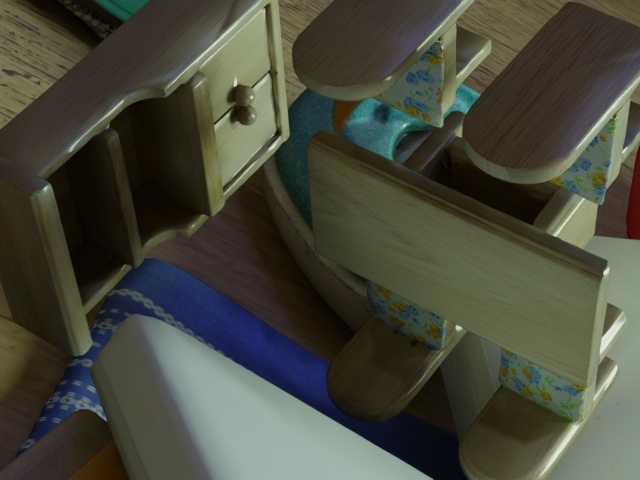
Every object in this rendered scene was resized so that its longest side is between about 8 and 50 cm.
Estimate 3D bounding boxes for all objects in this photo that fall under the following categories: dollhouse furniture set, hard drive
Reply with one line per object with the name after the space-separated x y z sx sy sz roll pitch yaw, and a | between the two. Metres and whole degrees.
0.000 0.000 0.645 0.242 0.212 0.161 27 55 25 | dollhouse furniture set
0.036 0.145 0.515 0.203 0.040 0.307 33 8 -27 | hard drive

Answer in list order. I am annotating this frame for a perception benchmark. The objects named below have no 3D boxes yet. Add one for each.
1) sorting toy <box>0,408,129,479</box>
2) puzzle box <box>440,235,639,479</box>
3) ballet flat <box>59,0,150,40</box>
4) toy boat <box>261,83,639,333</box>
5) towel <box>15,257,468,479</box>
-0.053 0.150 0.523 0.193 0.038 0.208 38 25 7 | sorting toy
0.213 0.165 0.719 0.272 0.052 0.409 6 46 -18 | puzzle box
-0.252 -0.289 1.035 0.483 0.164 0.182 37 0 -14 | ballet flat
0.123 -0.051 0.971 0.318 0.148 0.267 -6 37 -20 | toy boat
-0.017 0.136 0.669 0.243 0.040 0.336 33 23 -7 | towel
